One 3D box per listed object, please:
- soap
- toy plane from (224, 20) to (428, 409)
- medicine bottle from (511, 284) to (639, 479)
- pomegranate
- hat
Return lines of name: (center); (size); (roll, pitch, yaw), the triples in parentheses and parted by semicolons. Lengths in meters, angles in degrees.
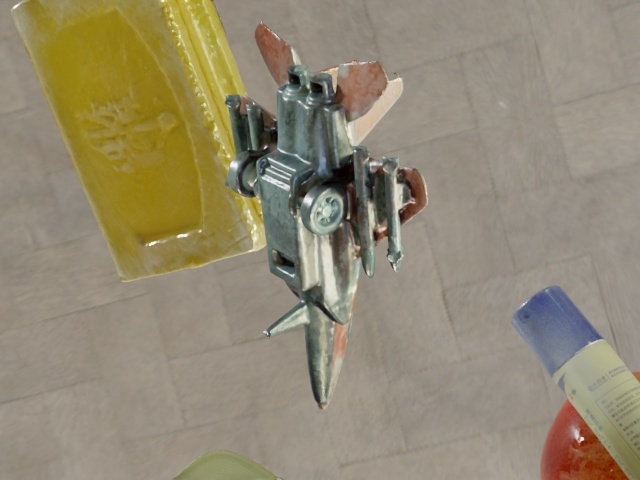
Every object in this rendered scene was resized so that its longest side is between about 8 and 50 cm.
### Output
soap: (-0.172, -0.125, 1.115); (0.199, 0.091, 0.315); (-13, 105, 27)
toy plane: (-0.006, 0.001, 0.862); (0.223, 0.104, 0.326); (28, 121, 42)
medicine bottle: (0.254, 0.143, 0.940); (0.059, 0.059, 0.231); (-41, 63, 12)
pomegranate: (0.369, 0.250, 1.199); (0.257, 0.221, 0.221); (-19, 93, 29)
hat: (-0.070, 0.252, 0.977); (0.166, 0.122, 0.081); (21, 107, 16)
